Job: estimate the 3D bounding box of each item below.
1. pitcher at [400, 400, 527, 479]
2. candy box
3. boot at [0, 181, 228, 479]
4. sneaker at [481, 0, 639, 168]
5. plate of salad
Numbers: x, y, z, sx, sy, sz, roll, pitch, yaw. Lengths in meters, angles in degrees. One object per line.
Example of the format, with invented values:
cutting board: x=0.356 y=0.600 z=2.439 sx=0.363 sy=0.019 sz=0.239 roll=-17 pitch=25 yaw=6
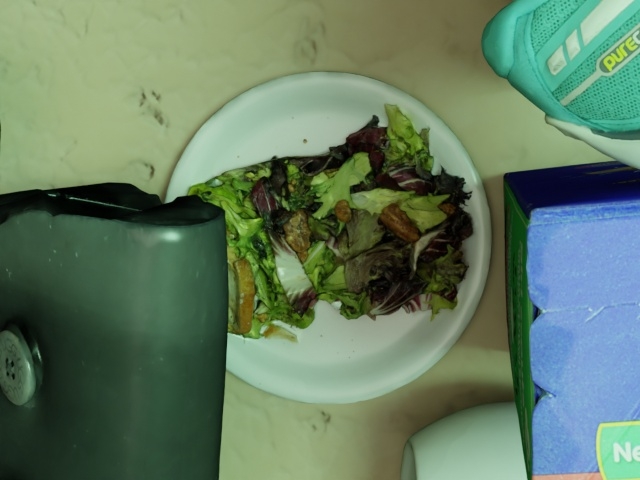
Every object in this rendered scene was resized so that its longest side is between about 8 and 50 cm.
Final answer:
pitcher: x=0.149 y=0.177 z=0.622 sx=0.207 sy=0.125 sz=0.177 roll=2 pitch=110 yaw=-3
candy box: x=0.217 y=0.020 z=0.491 sx=0.268 sy=0.317 sz=0.122 roll=-4 pitch=93 yaw=9
boot: x=-0.074 y=0.199 z=0.567 sx=0.367 sy=0.146 sz=0.445 roll=9 pitch=95 yaw=43
sneaker: x=0.132 y=-0.155 z=0.323 sx=0.110 sy=0.107 sz=0.275 roll=24 pitch=98 yaw=14
plate of salad: x=0.000 y=0.000 z=0.658 sx=0.200 sy=0.048 sz=0.200 roll=0 pitch=93 yaw=8
